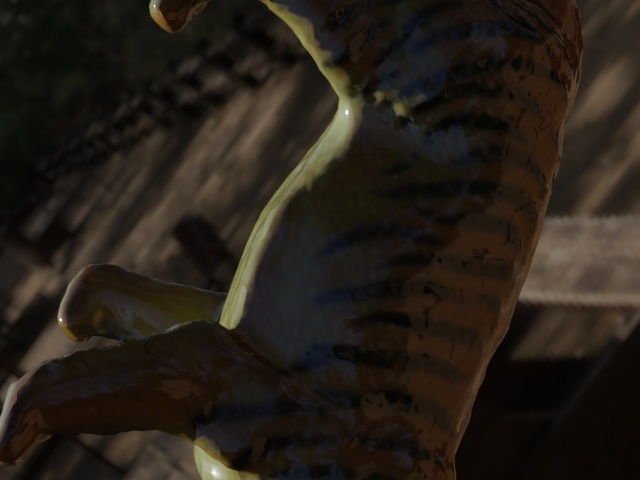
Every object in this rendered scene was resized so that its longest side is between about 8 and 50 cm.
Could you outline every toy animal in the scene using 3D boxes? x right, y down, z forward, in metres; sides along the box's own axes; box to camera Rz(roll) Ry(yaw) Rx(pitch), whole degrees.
[{"bbox_3d":[0.000,0.000,0.412,0.057,0.099,0.241,115,175,-79],"label":"toy animal"}]
